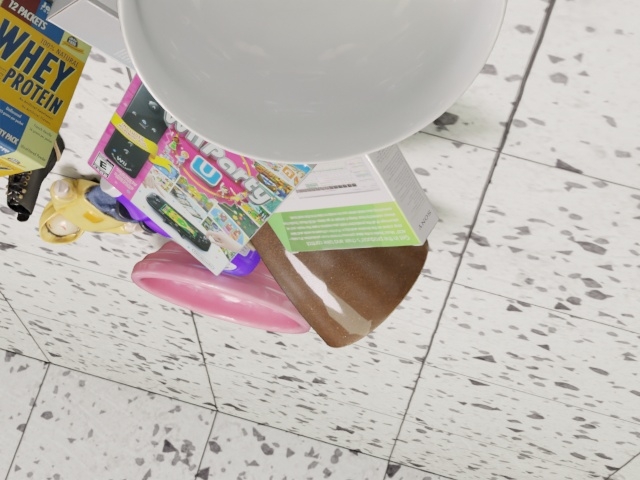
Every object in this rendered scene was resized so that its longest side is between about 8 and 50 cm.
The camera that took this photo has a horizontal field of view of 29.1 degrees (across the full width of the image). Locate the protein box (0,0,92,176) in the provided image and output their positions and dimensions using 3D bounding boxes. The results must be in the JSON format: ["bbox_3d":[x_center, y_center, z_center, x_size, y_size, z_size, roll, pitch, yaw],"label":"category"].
[{"bbox_3d":[-0.421,-0.196,1.563,0.201,0.200,0.136,-6,150,46],"label":"protein box"}]

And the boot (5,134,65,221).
[{"bbox_3d":[-0.449,-0.124,1.859,0.076,0.137,0.198,11,158,15],"label":"boot"}]

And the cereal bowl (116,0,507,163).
[{"bbox_3d":[-0.011,-0.241,1.102,0.338,0.141,0.339,-4,128,-5],"label":"cereal bowl"}]

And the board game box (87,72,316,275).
[{"bbox_3d":[-0.130,-0.116,1.451,0.224,0.097,0.303,40,144,-3],"label":"board game box"}]

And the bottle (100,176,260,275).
[{"bbox_3d":[-0.216,-0.042,1.938,0.282,0.092,0.118,33,172,-35],"label":"bottle"}]

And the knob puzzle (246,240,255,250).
[{"bbox_3d":[-0.169,-0.067,1.783,0.213,0.030,0.213,53,180,-1],"label":"knob puzzle"}]

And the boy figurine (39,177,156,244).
[{"bbox_3d":[-0.384,-0.053,2.058,0.285,0.092,0.177,-8,151,42],"label":"boy figurine"}]

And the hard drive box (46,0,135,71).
[{"bbox_3d":[-0.126,-0.247,1.231,0.232,0.181,0.089,30,158,-29],"label":"hard drive box"}]

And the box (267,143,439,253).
[{"bbox_3d":[-0.024,-0.123,1.482,0.232,0.058,0.322,-3,128,43],"label":"box"}]

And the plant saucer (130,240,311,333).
[{"bbox_3d":[-0.167,0.079,2.190,0.332,0.084,0.332,15,168,3],"label":"plant saucer"}]

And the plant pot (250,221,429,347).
[{"bbox_3d":[0.000,0.000,1.769,0.230,0.215,0.215,42,152,-18],"label":"plant pot"}]
